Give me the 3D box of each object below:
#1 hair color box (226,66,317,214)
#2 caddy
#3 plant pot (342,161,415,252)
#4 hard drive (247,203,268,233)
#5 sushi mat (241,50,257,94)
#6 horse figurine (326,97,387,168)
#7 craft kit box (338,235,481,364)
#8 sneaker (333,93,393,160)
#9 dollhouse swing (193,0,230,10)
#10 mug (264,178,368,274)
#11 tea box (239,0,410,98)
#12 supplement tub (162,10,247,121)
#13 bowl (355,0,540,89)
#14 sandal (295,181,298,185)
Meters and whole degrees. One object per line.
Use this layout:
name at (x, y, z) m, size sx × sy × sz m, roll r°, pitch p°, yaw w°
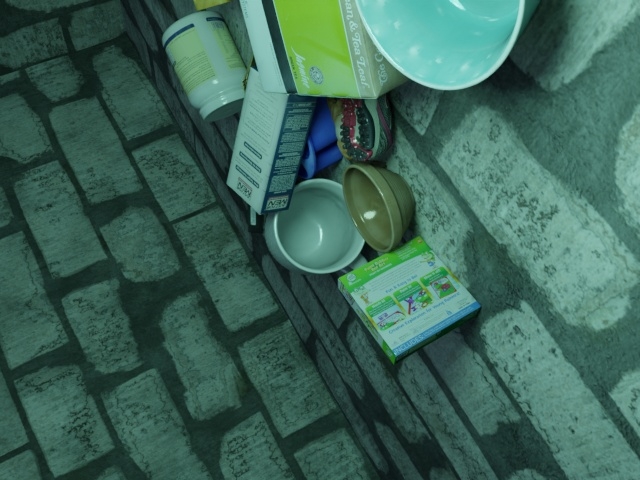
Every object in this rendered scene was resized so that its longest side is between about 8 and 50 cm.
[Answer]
hair color box at (-0.133, -0.263, 1.670) m, size 0.174 × 0.105 × 0.347 m, roll 42°, pitch 128°, yaw 35°
caddy at (-0.073, -0.337, 1.797) m, size 0.341 × 0.179 × 0.241 m, roll 56°, pitch 161°, yaw 24°
plant pot at (0.158, -0.097, 1.579) m, size 0.237 × 0.110 × 0.237 m, roll 53°, pitch 157°, yaw 33°
hard drive at (-0.178, -0.208, 2.091) m, size 0.339 × 0.064 × 0.237 m, roll -78°, pitch -7°, yaw -58°
sushi mat at (-0.199, -0.499, 1.909) m, size 0.316 × 0.019 × 0.151 m, roll -85°, pitch -6°, yaw -48°
horse figurine at (0.082, -0.286, 1.619) m, size 0.174 × 0.066 × 0.263 m, roll -9°, pitch 104°, yaw 65°
craft kit box at (0.210, 0.137, 1.522) m, size 0.246 × 0.250 × 0.061 m, roll 55°, pitch 161°, yaw 28°
sneaker at (0.103, -0.338, 1.440) m, size 0.121 × 0.112 × 0.299 m, roll 19°, pitch 121°, yaw 44°
dollhouse swing at (-0.246, -0.870, 1.768) m, size 0.315 × 0.305 × 0.347 m, roll -62°, pitch -42°, yaw -59°
mug at (0.000, 0.000, 1.952) m, size 0.374 × 0.276 × 0.328 m, roll 38°, pitch 168°, yaw -9°
tea box at (0.027, -0.460, 1.175) m, size 0.323 × 0.220 × 0.329 m, roll 18°, pitch 132°, yaw 44°
supplement tub at (-0.389, -0.608, 2.219) m, size 0.325 × 0.235 × 0.235 m, roll 65°, pitch 162°, yaw -1°
bowl at (0.206, -0.398, 0.921) m, size 0.311 × 0.163 × 0.311 m, roll 37°, pitch 147°, yaw 30°
sandal at (-0.130, -0.253, 2.296) m, size 0.179 × 0.040 × 0.067 m, roll 47°, pitch 164°, yaw 8°
